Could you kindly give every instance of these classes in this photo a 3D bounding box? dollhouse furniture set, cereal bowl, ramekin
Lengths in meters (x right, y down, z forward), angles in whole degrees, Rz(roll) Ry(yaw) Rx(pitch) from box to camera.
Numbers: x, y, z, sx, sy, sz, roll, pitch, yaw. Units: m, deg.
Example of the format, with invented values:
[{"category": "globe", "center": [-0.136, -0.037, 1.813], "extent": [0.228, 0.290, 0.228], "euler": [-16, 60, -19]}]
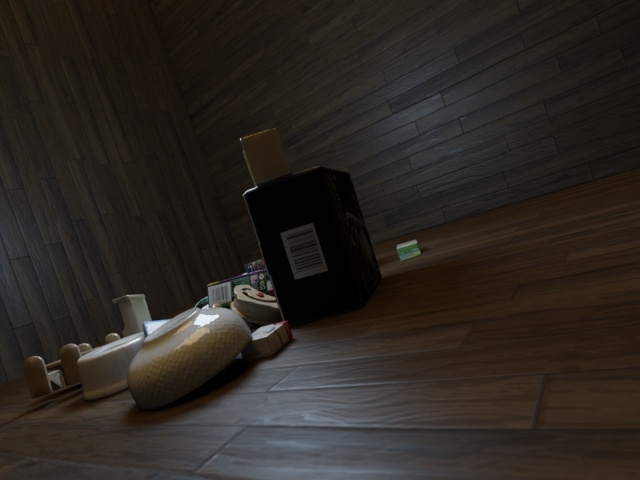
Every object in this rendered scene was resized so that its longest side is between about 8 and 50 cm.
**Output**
[{"category": "dollhouse furniture set", "center": [-0.893, 0.401, 1.638], "extent": [0.395, 0.256, 0.362], "euler": [-19, -5, -5]}, {"category": "cereal bowl", "center": [-0.365, 0.282, 1.093], "extent": [0.339, 0.141, 0.339], "euler": [-29, 9, 5]}, {"category": "ramekin", "center": [-0.681, 0.417, 1.401], "extent": [0.278, 0.135, 0.277], "euler": [-19, 1, 0]}]

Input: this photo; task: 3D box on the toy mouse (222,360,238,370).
[{"category": "toy mouse", "center": [-0.308, 0.351, 1.126], "extent": [0.161, 0.031, 0.143], "euler": [-18, 2, 33]}]

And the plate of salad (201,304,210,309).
[{"category": "plate of salad", "center": [-0.480, 0.354, 1.870], "extent": [0.200, 0.048, 0.199], "euler": [-10, 36, 7]}]

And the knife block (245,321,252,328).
[{"category": "knife block", "center": [-0.405, 0.343, 1.588], "extent": [0.242, 0.088, 0.276], "euler": [-19, 2, 21]}]

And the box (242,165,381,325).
[{"category": "box", "center": [0.000, 0.000, 1.533], "extent": [0.298, 0.478, 0.472], "euler": [-17, 2, 15]}]

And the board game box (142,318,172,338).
[{"category": "board game box", "center": [-0.478, 0.326, 1.393], "extent": [0.212, 0.039, 0.160], "euler": [1, 26, -35]}]

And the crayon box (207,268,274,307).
[{"category": "crayon box", "center": [-0.231, 0.215, 1.718], "extent": [0.364, 0.105, 0.313], "euler": [-15, -19, 18]}]

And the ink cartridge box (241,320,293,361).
[{"category": "ink cartridge box", "center": [-0.154, 0.284, 1.160], "extent": [0.099, 0.056, 0.135], "euler": [-18, 2, 21]}]

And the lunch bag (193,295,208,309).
[{"category": "lunch bag", "center": [-0.497, 0.327, 2.055], "extent": [0.263, 0.159, 0.223], "euler": [-13, 2, -5]}]

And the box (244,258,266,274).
[{"category": "box", "center": [-0.296, 0.216, 2.064], "extent": [0.044, 0.232, 0.159], "euler": [-20, 2, 14]}]

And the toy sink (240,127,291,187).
[{"category": "toy sink", "center": [-0.185, -0.266, 1.397], "extent": [0.131, 0.152, 0.234], "euler": [-18, 3, -4]}]

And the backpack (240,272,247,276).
[{"category": "backpack", "center": [-0.394, 0.269, 2.348], "extent": [0.115, 0.181, 0.152], "euler": [-19, 2, -14]}]

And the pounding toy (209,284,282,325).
[{"category": "pounding toy", "center": [-0.257, 0.262, 1.490], "extent": [0.270, 0.154, 0.154], "euler": [14, 12, -4]}]

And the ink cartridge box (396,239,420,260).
[{"category": "ink cartridge box", "center": [0.456, 0.047, 2.116], "extent": [0.109, 0.062, 0.209], "euler": [-18, 2, 13]}]
